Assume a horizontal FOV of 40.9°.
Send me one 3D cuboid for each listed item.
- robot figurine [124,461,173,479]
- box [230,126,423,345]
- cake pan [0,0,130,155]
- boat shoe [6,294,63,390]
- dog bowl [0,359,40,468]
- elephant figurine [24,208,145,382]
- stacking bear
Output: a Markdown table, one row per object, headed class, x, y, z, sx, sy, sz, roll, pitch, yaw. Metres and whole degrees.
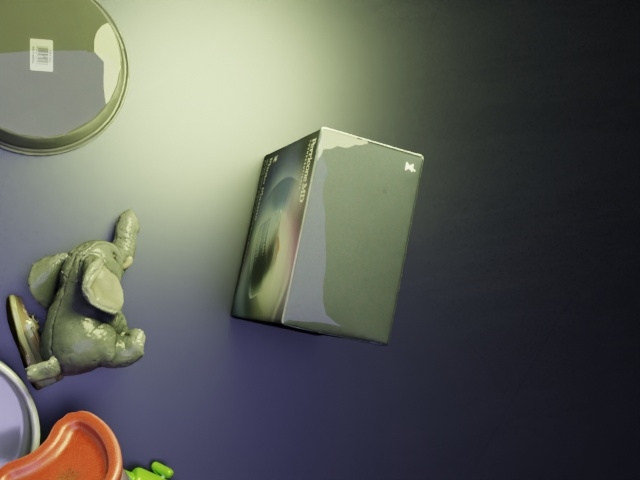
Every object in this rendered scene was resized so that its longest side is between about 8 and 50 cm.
| class | x | y | z | sx | sy | sz | roll | pitch | yaw |
| --- | --- | --- | --- | --- | --- | --- | --- | --- | --- |
| robot figurine | -0.273 | 0.405 | 1.364 | 0.115 | 0.067 | 0.101 | 29 | 76 | -18 |
| box | 0.000 | 0.000 | 1.367 | 0.182 | 0.294 | 0.296 | 14 | 82 | -20 |
| cake pan | -0.442 | -0.281 | 1.338 | 0.293 | 0.054 | 0.293 | 1 | 87 | -21 |
| boat shoe | -0.442 | 0.152 | 1.320 | 0.048 | 0.056 | 0.153 | -21 | 97 | -29 |
| dog bowl | -0.547 | 0.284 | 1.245 | 0.264 | 0.104 | 0.265 | 1 | 88 | -20 |
| elephant figurine | -0.356 | 0.075 | 1.304 | 0.169 | 0.186 | 0.239 | -5 | 91 | -9 |
| stacking bear | -0.335 | 0.425 | 1.262 | 0.175 | 0.164 | 0.289 | -40 | 138 | -35 |
